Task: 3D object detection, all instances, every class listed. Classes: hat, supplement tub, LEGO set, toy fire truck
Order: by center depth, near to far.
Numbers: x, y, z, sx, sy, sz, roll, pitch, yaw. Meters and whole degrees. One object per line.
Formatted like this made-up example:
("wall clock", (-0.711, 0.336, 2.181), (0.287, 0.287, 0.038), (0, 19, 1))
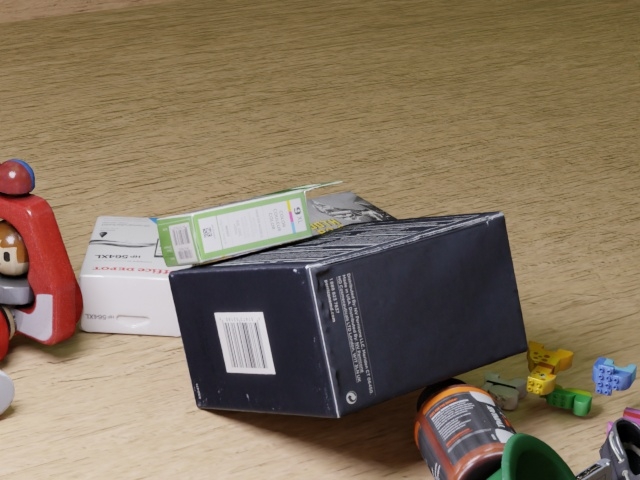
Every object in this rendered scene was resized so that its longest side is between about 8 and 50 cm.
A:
("hat", (0.161, 0.308, 1.656), (0.184, 0.208, 0.173), (-29, 43, 28))
("supplement tub", (0.166, 0.228, 1.778), (0.106, 0.106, 0.198), (-3, 25, -13))
("LEGO set", (0.291, 0.182, 1.920), (0.227, 0.087, 0.093), (12, 25, 23))
("toy fire truck", (-0.432, 0.005, 2.028), (0.302, 0.253, 0.169), (19, 29, 33))

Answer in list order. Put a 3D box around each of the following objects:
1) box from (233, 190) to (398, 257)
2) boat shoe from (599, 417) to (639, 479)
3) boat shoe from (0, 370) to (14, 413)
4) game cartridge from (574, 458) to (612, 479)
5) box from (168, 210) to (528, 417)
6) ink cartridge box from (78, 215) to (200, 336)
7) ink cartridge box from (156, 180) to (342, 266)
("box", (0.000, 0.000, 2.334), (0.231, 0.056, 0.183), (-12, 28, -31))
("boat shoe", (0.360, 0.267, 1.760), (0.075, 0.065, 0.206), (-2, 25, -12))
("boat shoe", (-0.470, 0.187, 1.844), (0.229, 0.080, 0.076), (-18, 32, -25))
("game cartridge", (0.287, 0.276, 1.742), (0.083, 0.056, 0.017), (-21, 26, -41))
("box", (0.033, 0.085, 1.890), (0.294, 0.182, 0.296), (-16, 7, -35))
("ink cartridge box", (-0.241, 0.045, 2.168), (0.148, 0.085, 0.203), (2, 23, -2))
("ink cartridge box", (-0.081, -0.021, 1.954), (0.209, 0.062, 0.109), (-14, 4, -28))
